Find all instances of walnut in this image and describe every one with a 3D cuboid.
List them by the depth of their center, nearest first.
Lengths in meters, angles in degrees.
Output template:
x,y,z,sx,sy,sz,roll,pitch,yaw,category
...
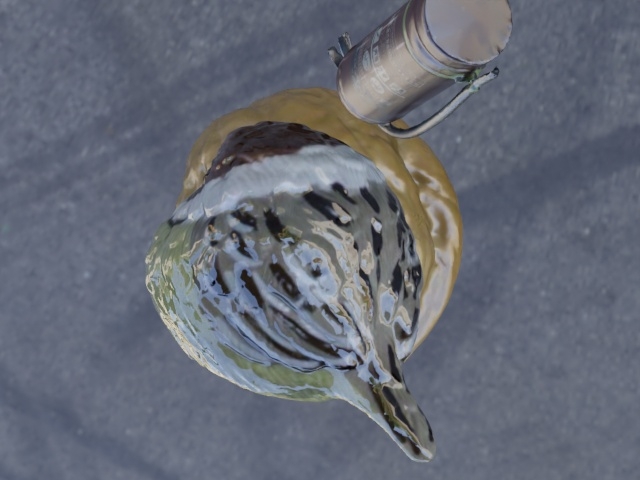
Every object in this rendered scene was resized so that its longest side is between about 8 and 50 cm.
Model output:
x,y,z,sx,sy,sz,roll,pitch,yaw,category
0.000,0.000,1.252,0.257,0.257,0.224,13,162,8,walnut

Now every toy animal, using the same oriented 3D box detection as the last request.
x,y,z,sx,sy,sz,roll,pitch,yaw,category
0.001,0.013,0.531,0.137,0.098,0.098,31,149,37,toy animal

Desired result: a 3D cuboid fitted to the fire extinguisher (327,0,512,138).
x,y,z,sx,sy,sz,roll,pitch,yaw,category
0.041,-0.082,0.691,0.064,0.043,0.158,64,163,0,fire extinguisher
